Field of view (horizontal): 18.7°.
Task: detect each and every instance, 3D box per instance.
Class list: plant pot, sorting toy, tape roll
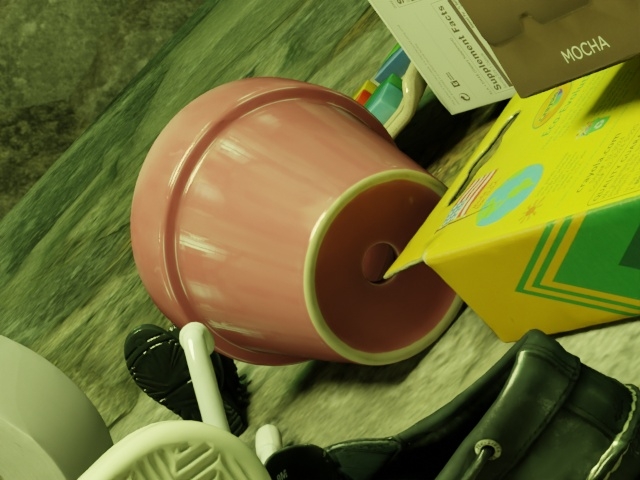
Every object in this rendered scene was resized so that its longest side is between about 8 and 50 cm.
[{"bbox_3d":[0.000,0.000,1.302,0.201,0.201,0.180,-49,32,-12],"label":"plant pot"},{"bbox_3d":[0.042,-0.103,1.617,0.208,0.038,0.193,-54,7,38],"label":"sorting toy"},{"bbox_3d":[-0.268,0.169,1.476,0.219,0.219,0.072,-34,20,37],"label":"tape roll"}]

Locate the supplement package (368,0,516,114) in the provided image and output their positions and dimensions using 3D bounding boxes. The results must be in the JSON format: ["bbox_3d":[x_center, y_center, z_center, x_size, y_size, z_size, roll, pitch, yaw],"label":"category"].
[{"bbox_3d":[0.149,-0.266,1.506,0.145,0.204,0.262,-15,32,43],"label":"supplement package"}]

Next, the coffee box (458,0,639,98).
[{"bbox_3d":[0.224,-0.213,1.083,0.297,0.119,0.168,-36,9,-26],"label":"coffee box"}]

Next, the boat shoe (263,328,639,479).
[{"bbox_3d":[0.022,0.143,0.973,0.340,0.113,0.127,-32,20,42],"label":"boat shoe"}]

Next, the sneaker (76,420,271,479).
[{"bbox_3d":[-0.129,0.250,0.938,0.350,0.131,0.148,-67,16,-10],"label":"sneaker"}]

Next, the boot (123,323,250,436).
[{"bbox_3d":[-0.100,0.090,1.441,0.045,0.121,0.099,-40,22,11],"label":"boot"}]

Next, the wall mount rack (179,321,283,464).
[{"bbox_3d":[-0.132,0.162,1.160,0.350,0.130,0.304,-17,-22,1],"label":"wall mount rack"}]

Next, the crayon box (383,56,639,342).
[{"bbox_3d":[0.190,-0.051,1.101,0.202,0.081,0.318,-52,17,-26],"label":"crayon box"}]
